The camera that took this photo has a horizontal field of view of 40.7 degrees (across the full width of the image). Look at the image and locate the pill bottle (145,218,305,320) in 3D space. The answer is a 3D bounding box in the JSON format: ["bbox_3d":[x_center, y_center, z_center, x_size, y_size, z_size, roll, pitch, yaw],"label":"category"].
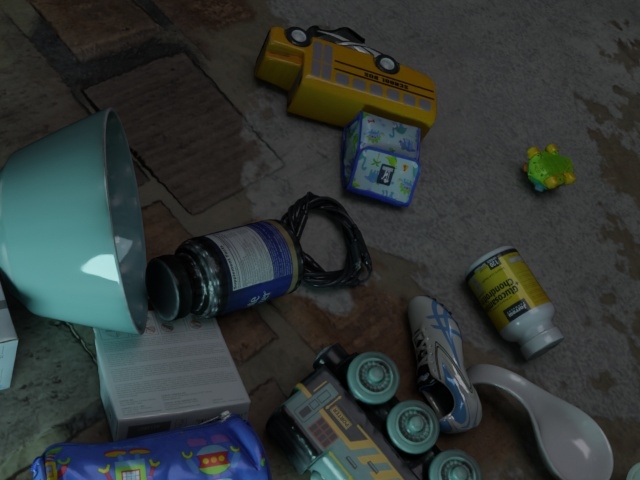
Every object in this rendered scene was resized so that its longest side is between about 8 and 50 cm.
[{"bbox_3d":[-0.142,0.046,1.282,0.219,0.123,0.122,-16,65,-37],"label":"pill bottle"}]

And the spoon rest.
[{"bbox_3d":[0.350,0.290,1.368,0.276,0.084,0.137,35,51,3],"label":"spoon rest"}]

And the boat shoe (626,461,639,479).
[{"bbox_3d":[0.544,0.490,1.314,0.114,0.091,0.302,-16,56,18],"label":"boat shoe"}]

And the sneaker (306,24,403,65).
[{"bbox_3d":[0.068,-0.372,1.706,0.234,0.078,0.106,12,56,-13],"label":"sneaker"}]

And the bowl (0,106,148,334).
[{"bbox_3d":[-0.339,-0.018,1.168,0.163,0.311,0.311,-6,58,-5],"label":"bowl"}]

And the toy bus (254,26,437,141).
[{"bbox_3d":[0.046,-0.287,1.619,0.333,0.108,0.130,14,55,-16],"label":"toy bus"}]

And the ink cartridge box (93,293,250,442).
[{"bbox_3d":[-0.223,0.173,1.229,0.189,0.066,0.232,-3,37,-27],"label":"ink cartridge box"}]

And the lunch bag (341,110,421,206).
[{"bbox_3d":[0.108,-0.143,1.561,0.129,0.096,0.151,14,67,-18],"label":"lunch bag"}]

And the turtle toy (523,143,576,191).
[{"bbox_3d":[0.461,-0.139,1.726,0.130,0.066,0.095,-11,64,-30],"label":"turtle toy"}]

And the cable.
[{"bbox_3d":[0.000,0.000,1.445,0.151,0.047,0.184,-8,64,-23],"label":"cable"}]

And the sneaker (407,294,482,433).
[{"bbox_3d":[0.182,0.190,1.362,0.086,0.085,0.237,0,56,-29],"label":"sneaker"}]

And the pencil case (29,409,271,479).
[{"bbox_3d":[-0.212,0.299,1.087,0.306,0.119,0.133,-5,78,-27],"label":"pencil case"}]

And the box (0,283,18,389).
[{"bbox_3d":[-0.440,0.084,1.120,0.038,0.145,0.186,-10,63,-30],"label":"box"}]

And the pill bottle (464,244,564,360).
[{"bbox_3d":[0.334,0.107,1.474,0.103,0.103,0.184,-16,64,-32],"label":"pill bottle"}]

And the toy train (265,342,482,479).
[{"bbox_3d":[0.077,0.306,1.212,0.190,0.142,0.334,-35,77,-25],"label":"toy train"}]
